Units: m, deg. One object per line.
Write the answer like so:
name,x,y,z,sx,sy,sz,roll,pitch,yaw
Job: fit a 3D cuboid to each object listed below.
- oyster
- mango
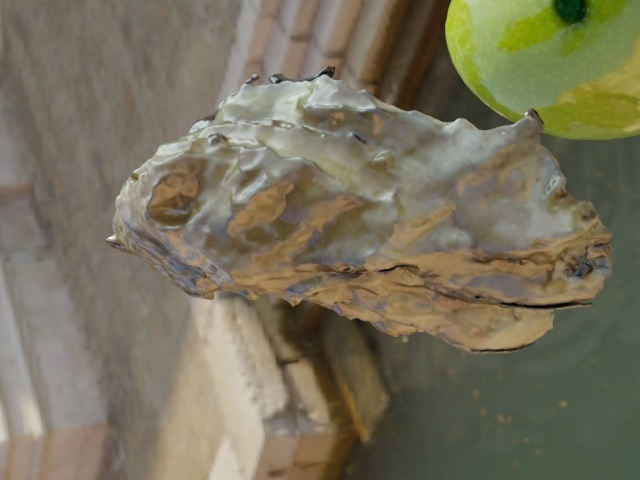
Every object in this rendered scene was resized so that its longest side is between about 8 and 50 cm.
oyster,0.004,-0.005,0.490,0.209,0.072,0.132,24,140,18
mango,0.179,-0.154,0.630,0.175,0.143,0.293,51,131,3
